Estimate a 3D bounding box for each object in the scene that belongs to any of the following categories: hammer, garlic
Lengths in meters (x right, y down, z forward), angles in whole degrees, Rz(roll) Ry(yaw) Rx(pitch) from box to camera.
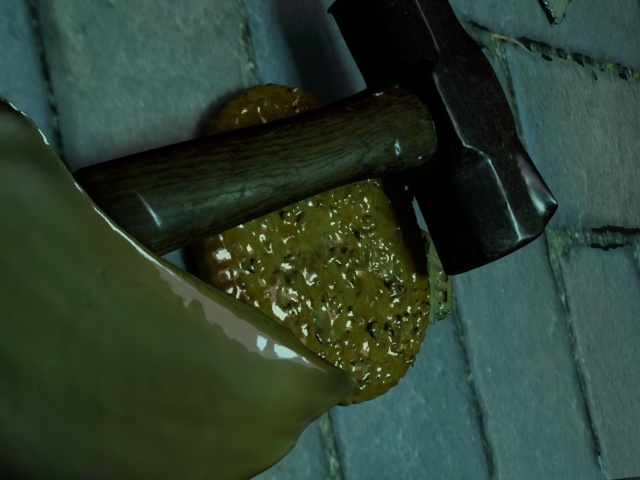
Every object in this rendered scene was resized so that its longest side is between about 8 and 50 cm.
[{"bbox_3d":[0.003,-0.061,0.892,0.409,0.095,0.242,-22,87,-49],"label":"hammer"},{"bbox_3d":[-0.145,0.001,0.652,0.338,0.196,0.151,50,25,-25],"label":"garlic"}]

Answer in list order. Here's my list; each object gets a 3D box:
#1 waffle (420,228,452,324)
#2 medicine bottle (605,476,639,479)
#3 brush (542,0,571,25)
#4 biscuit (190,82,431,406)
[{"bbox_3d":[0.067,0.023,1.070,0.135,0.021,0.092,30,52,-42],"label":"waffle"},{"bbox_3d":[0.137,0.249,0.868,0.152,0.255,0.152,26,55,-45],"label":"medicine bottle"},{"bbox_3d":[0.304,-0.371,1.561,0.090,0.017,0.314,58,37,-24],"label":"brush"},{"bbox_3d":[0.000,0.000,0.955,0.254,0.035,0.253,22,58,-40],"label":"biscuit"}]
